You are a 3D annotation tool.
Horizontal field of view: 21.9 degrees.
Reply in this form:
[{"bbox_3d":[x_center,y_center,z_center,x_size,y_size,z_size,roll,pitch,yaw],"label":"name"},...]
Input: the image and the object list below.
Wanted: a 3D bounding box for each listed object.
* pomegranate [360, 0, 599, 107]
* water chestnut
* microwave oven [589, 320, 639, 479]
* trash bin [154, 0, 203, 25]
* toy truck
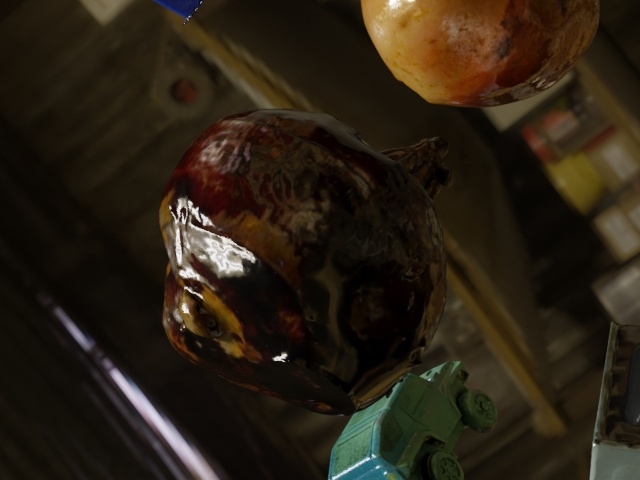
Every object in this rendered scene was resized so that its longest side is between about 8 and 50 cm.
[{"bbox_3d":[0.138,-0.214,1.450,0.209,0.209,0.209,45,-161,-20],"label":"pomegranate"},{"bbox_3d":[0.000,0.000,1.655,0.335,0.347,0.335,31,154,17],"label":"water chestnut"},{"bbox_3d":[0.400,0.208,1.517,0.181,0.295,0.237,-70,-18,-46],"label":"microwave oven"},{"bbox_3d":[-0.231,-0.408,2.131,0.234,0.162,0.184,32,-154,-17],"label":"trash bin"},{"bbox_3d":[0.129,0.284,2.361,0.156,0.155,0.279,47,-140,-9],"label":"toy truck"}]
